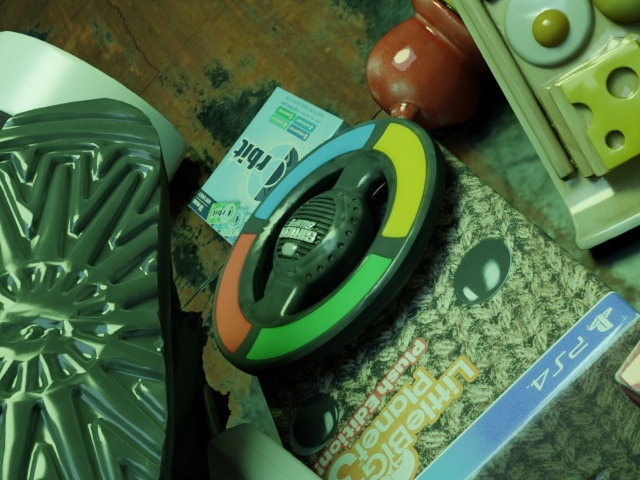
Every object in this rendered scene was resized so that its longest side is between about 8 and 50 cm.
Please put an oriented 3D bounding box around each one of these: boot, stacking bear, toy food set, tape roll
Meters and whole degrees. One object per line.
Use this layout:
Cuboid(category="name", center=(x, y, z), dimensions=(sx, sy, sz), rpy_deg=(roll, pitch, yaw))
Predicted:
Cuboid(category="boot", center=(-0.133, 0.192, 0.581), dimensions=(0.146, 0.445, 0.367), rpy_deg=(3, 48, 3))
Cuboid(category="stacking bear", center=(0.160, -0.228, 0.836), dimensions=(0.289, 0.164, 0.175), rpy_deg=(-50, 32, 12))
Cuboid(category="toy food set", center=(0.225, -0.173, 0.672), dimensions=(0.219, 0.092, 0.306), rpy_deg=(-31, 81, 26))
Cuboid(category="tape roll", center=(-0.318, -0.146, 1.142), dimensions=(0.286, 0.286, 0.100), rpy_deg=(14, 71, 49))

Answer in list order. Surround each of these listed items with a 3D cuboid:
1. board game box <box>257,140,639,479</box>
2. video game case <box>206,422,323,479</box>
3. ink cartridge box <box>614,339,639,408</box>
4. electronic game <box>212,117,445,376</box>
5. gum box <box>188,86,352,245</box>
Cuboid(category="board game box", center=(0.095, 0.097, 0.622), dimensions=(0.232, 0.141, 0.291), rpy_deg=(-47, 29, 7))
Cuboid(category="video game case", center=(0.048, 0.296, 0.447), dimensions=(0.036, 0.329, 0.300), rpy_deg=(-20, 28, -33))
Cuboid(category="ink cartridge box", center=(0.345, -0.009, 0.375), dimensions=(0.385, 0.279, 0.160), rpy_deg=(-54, 39, -2))
Cuboid(category="electronic game", center=(0.000, 0.000, 0.667), dimensions=(0.229, 0.048, 0.229), rpy_deg=(-34, 34, 27))
Cuboid(category="gum box", center=(-0.057, -0.078, 1.021), dimensions=(0.184, 0.041, 0.157), rpy_deg=(-53, 39, 0))
